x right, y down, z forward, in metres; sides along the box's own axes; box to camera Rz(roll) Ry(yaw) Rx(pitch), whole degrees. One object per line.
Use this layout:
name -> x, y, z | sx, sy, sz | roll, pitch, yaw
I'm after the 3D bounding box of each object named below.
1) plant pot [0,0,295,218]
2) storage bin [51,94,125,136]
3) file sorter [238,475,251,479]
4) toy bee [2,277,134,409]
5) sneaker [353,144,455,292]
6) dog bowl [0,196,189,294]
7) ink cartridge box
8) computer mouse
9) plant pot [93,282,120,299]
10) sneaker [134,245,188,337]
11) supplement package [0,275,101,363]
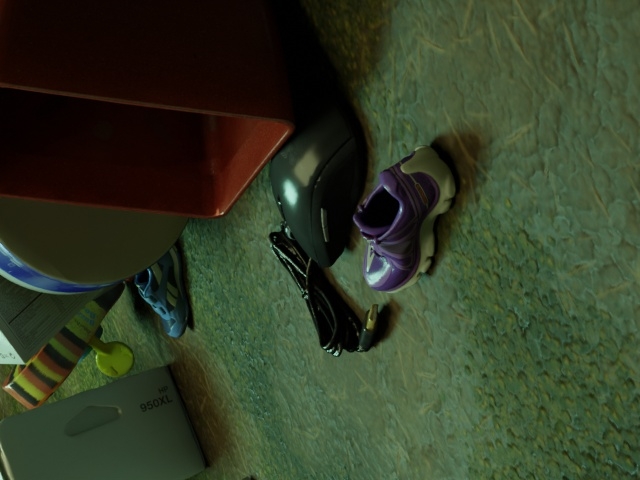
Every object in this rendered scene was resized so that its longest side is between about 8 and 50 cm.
plant pot -> -0.184, -0.182, 1.326 | 0.267, 0.267, 0.236 | 136, 138, -64
storage bin -> -0.214, -0.160, 1.507 | 0.122, 0.180, 0.084 | -13, 96, 66
file sorter -> -0.112, 0.484, 1.798 | 0.193, 0.173, 0.278 | 44, 146, 46
toy bee -> -0.339, 0.087, 1.982 | 0.162, 0.195, 0.298 | -37, 42, 33
sneaker -> 0.054, -0.015, 1.177 | 0.068, 0.071, 0.170 | 57, 154, 28
dog bowl -> -0.275, -0.075, 1.599 | 0.104, 0.265, 0.265 | -14, 96, 62
ink cartridge box -> -0.386, 0.338, 2.050 | 0.395, 0.285, 0.166 | -34, 77, 54
computer mouse -> 0.000, 0.000, 1.318 | 0.184, 0.060, 0.262 | 59, 154, 27
plant pot -> -0.287, 0.009, 1.901 | 0.109, 0.096, 0.109 | 66, 156, 12
sneaker -> -0.205, 0.062, 1.813 | 0.053, 0.059, 0.144 | 32, 137, 51
supplement package -> -0.411, -0.013, 1.717 | 0.199, 0.198, 0.263 | -5, 125, 48
